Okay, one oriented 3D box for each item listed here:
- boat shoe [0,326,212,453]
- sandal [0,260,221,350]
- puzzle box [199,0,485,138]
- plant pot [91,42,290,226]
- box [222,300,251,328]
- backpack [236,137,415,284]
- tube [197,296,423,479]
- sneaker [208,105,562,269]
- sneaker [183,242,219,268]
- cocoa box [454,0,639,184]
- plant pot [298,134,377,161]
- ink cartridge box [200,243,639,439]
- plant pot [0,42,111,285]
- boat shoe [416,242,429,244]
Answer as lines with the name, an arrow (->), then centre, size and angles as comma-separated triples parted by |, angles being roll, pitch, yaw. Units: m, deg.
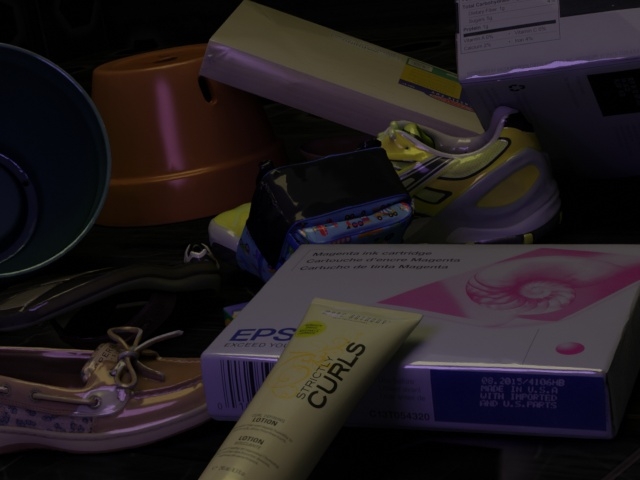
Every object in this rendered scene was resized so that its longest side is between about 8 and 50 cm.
boat shoe -> -0.211, 0.123, 1.423 | 0.285, 0.089, 0.104 | -7, 13, 11
sandal -> -0.197, 0.070, 1.677 | 0.120, 0.086, 0.303 | -7, -2, 35
puzzle box -> 0.061, -0.202, 2.218 | 0.409, 0.052, 0.272 | 20, 19, 1
plant pot -> -0.197, -0.153, 2.325 | 0.291, 0.203, 0.291 | -10, 14, 2
box -> -0.017, 0.087, 1.538 | 0.105, 0.043, 0.179 | -13, 16, -16
backpack -> 0.000, 0.000, 1.688 | 0.158, 0.173, 0.117 | -13, 57, -28
tube -> -0.015, 0.117, 1.210 | 0.062, 0.070, 0.240 | -48, 3, 45
sneaker -> 0.063, -0.055, 1.847 | 0.384, 0.147, 0.145 | -10, 15, 5
sneaker -> -0.134, 0.020, 1.902 | 0.040, 0.044, 0.109 | -14, 12, -9
cocoa box -> 0.295, -0.230, 1.919 | 0.231, 0.228, 0.347 | -6, -19, 16
plant pot -> 0.089, -0.109, 2.241 | 0.236, 0.032, 0.236 | -1, 11, 0
ink cartridge box -> 0.110, 0.055, 1.406 | 0.324, 0.071, 0.330 | 0, 23, 20
plant pot -> -0.413, -0.069, 2.051 | 0.293, 0.293, 0.196 | -15, -12, -20
boat shoe -> 0.108, 0.019, 1.746 | 0.035, 0.035, 0.100 | -16, 15, -22
